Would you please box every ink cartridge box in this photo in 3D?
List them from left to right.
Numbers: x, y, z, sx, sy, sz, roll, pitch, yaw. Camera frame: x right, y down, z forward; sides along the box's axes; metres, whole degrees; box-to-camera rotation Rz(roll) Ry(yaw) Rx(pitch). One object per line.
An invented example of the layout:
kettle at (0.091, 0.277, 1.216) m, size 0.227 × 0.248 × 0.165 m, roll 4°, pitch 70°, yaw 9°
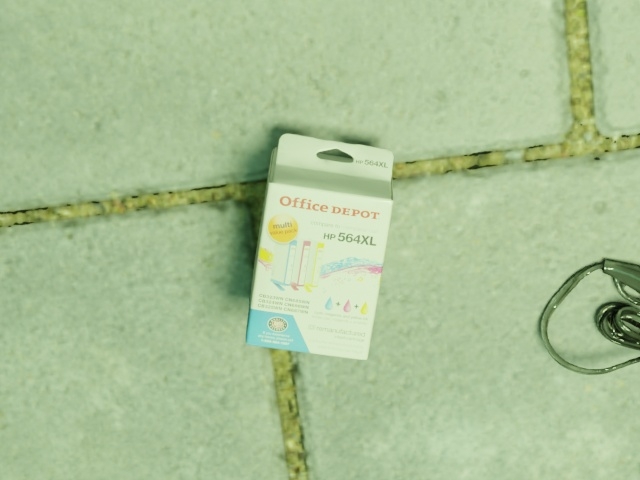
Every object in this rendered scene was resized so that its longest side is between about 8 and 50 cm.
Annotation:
ink cartridge box at (0.000, 0.000, 1.186) m, size 0.092 × 0.090 × 0.143 m, roll 8°, pitch 110°, yaw -2°

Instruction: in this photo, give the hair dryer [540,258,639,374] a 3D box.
hair dryer at (0.335, 0.081, 1.217) m, size 0.293 × 0.080 × 0.223 m, roll -28°, pitch 106°, yaw 10°
